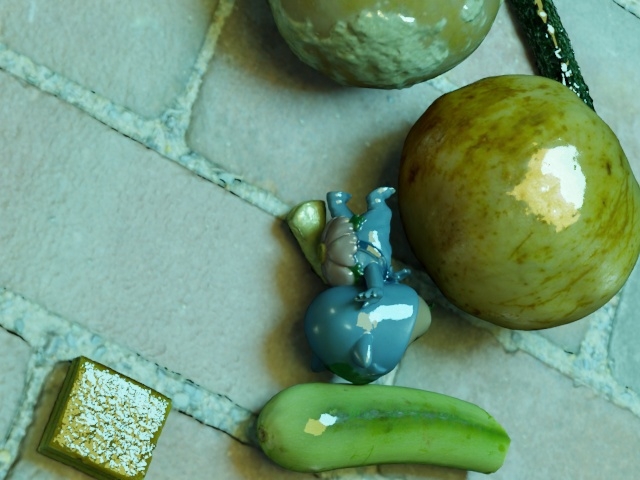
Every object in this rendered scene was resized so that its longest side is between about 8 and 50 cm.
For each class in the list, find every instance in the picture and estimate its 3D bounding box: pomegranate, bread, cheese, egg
[{"bbox_3d":[0.190,-0.038,1.782,0.248,0.248,0.248,6,76,-26],"label":"pomegranate"},{"bbox_3d":[-0.186,0.158,1.646,0.094,0.035,0.090,28,67,-20],"label":"bread"},{"bbox_3d":[0.000,0.000,1.779,0.044,0.030,0.083,-39,111,-22],"label":"cheese"},{"bbox_3d":[0.062,-0.237,1.774,0.245,0.203,0.203,1,78,-39],"label":"egg"}]

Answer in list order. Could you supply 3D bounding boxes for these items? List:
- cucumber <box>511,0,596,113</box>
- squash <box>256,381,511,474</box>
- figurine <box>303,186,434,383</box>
[{"bbox_3d":[0.236,-0.197,1.943,0.044,0.043,0.257,-21,88,-35],"label":"cucumber"},{"bbox_3d":[0.055,0.175,1.747,0.250,0.083,0.083,6,76,-30],"label":"squash"},{"bbox_3d":[0.053,0.043,1.743,0.144,0.114,0.178,7,78,-43],"label":"figurine"}]
